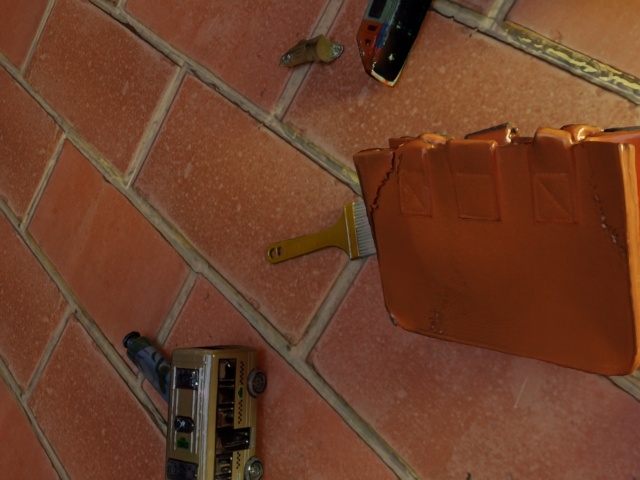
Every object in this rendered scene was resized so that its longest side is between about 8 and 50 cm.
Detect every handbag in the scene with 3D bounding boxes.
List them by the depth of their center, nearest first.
[{"bbox_3d":[0.236,-0.002,0.892,0.410,0.116,0.303,7,114,49],"label":"handbag"}]

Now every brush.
[{"bbox_3d":[0.000,0.000,1.240,0.272,0.013,0.103,-15,74,36],"label":"brush"}]

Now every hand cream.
[{"bbox_3d":[-0.327,0.288,1.429,0.271,0.058,0.091,39,110,29],"label":"hand cream"}]

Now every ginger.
[{"bbox_3d":[-0.021,-0.362,1.291,0.137,0.044,0.057,0,101,39],"label":"ginger"}]

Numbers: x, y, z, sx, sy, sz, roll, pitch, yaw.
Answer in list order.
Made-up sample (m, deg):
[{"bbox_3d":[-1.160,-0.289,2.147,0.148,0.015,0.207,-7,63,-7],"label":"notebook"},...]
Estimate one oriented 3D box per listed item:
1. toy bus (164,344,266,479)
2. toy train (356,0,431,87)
[{"bbox_3d":[-0.201,0.340,1.253,0.139,0.157,0.289,-3,82,38],"label":"toy bus"},{"bbox_3d":[0.156,-0.467,1.140,0.089,0.086,0.409,29,101,38],"label":"toy train"}]
